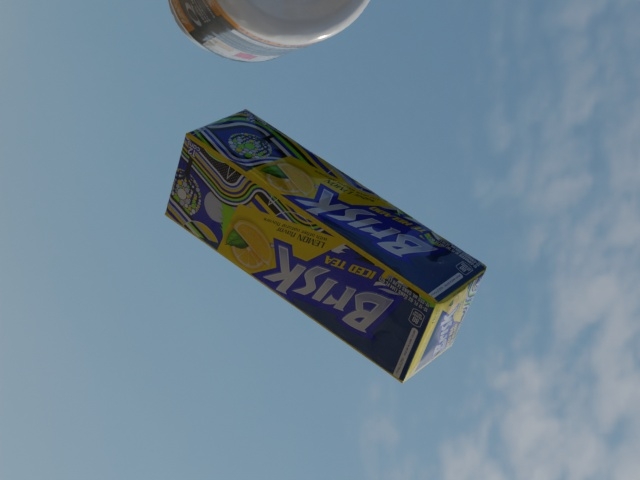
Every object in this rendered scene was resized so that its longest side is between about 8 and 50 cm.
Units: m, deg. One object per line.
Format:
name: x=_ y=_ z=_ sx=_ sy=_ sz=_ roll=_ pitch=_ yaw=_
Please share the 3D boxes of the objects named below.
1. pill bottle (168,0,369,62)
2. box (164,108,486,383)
pill bottle: x=-0.057 y=-0.252 z=1.329 sx=0.278 sy=0.162 sz=0.162 roll=-175 pitch=-93 yaw=-73
box: x=0.000 y=0.000 z=0.752 sx=0.169 sy=0.054 sz=0.059 roll=34 pitch=-54 yaw=20
